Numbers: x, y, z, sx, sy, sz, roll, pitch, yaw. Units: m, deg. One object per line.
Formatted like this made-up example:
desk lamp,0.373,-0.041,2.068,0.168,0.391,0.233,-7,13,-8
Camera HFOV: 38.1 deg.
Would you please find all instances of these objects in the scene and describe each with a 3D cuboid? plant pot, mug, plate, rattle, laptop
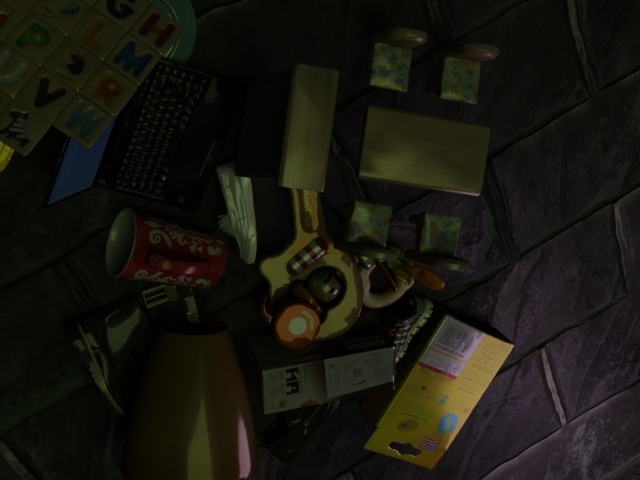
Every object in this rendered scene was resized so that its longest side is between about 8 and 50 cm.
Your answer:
plant pot,-0.217,0.268,1.582,0.237,0.237,0.254,-1,101,-25
mug,-0.243,0.033,1.491,0.169,0.150,0.113,14,125,-34
plate,-0.273,-0.311,1.379,0.188,0.024,0.188,-10,118,-20
rattle,0.104,0.102,1.691,0.200,0.142,0.130,-23,140,-21
laptop,-0.256,-0.144,1.384,0.264,0.136,0.234,14,115,-26

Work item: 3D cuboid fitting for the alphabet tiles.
alphabet tiles,-0.359,-0.285,1.223,0.285,0.011,0.342,34,66,-6

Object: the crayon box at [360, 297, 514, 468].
crayon box,0.221,0.293,1.867,0.202,0.081,0.318,26,100,-32

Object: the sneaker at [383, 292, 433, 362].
sneaker,0.141,0.169,1.783,0.075,0.063,0.170,38,89,-34

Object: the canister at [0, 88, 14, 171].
canister,-0.456,-0.172,1.272,0.073,0.170,0.126,23,102,-32

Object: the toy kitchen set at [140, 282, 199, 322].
toy kitchen set,-0.250,0.114,1.558,0.075,0.083,0.068,-19,120,-16

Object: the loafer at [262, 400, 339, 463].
loafer,-0.037,0.329,1.763,0.078,0.080,0.220,24,102,-32

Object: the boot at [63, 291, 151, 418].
boot,-0.329,0.196,1.571,0.137,0.077,0.197,-29,124,-16

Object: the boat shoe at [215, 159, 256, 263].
boat shoe,-0.142,-0.044,1.548,0.063,0.066,0.184,-8,119,-8

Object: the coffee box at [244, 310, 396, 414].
coffee box,-0.002,0.218,1.678,0.247,0.141,0.098,-8,117,-15

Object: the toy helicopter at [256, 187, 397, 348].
toy helicopter,0.000,0.000,1.599,0.235,0.140,0.355,-12,106,-13

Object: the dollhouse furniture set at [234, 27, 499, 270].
dollhouse furniture set,0.097,-0.149,1.436,0.394,0.256,0.362,7,93,-19
